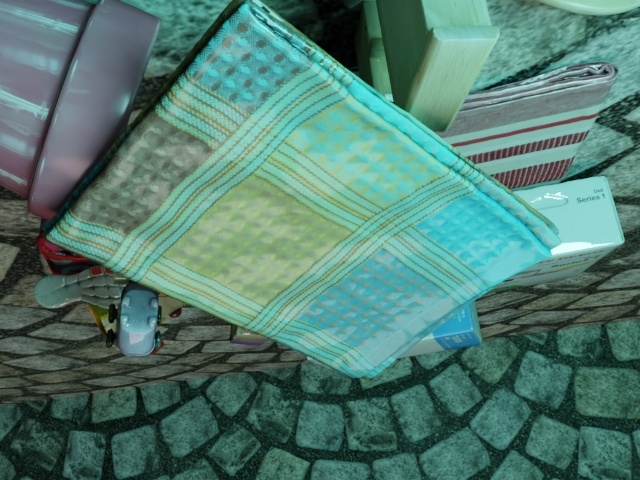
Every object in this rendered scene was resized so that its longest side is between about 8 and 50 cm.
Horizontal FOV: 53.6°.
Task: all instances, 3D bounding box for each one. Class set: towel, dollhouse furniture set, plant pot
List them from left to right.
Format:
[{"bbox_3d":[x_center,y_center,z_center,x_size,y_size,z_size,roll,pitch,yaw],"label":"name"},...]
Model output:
[{"bbox_3d":[-0.254,-0.130,0.537,0.180,0.202,0.201,20,150,-21],"label":"plant pot"},{"bbox_3d":[0.000,0.000,0.540,0.370,0.040,0.271,29,124,-34],"label":"towel"},{"bbox_3d":[0.251,-0.128,0.889,0.236,0.037,0.329,-11,161,5],"label":"towel"},{"bbox_3d":[0.229,-0.190,0.521,0.355,0.174,0.303,-3,160,-8],"label":"dollhouse furniture set"}]

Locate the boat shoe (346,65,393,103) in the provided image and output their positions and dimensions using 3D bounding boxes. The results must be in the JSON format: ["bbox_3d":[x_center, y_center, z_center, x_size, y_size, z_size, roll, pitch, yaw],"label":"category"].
[{"bbox_3d":[0.076,-0.173,0.711,0.125,0.038,0.046,-5,118,-18],"label":"boat shoe"}]

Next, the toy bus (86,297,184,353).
[{"bbox_3d":[-0.355,0.114,1.247,0.104,0.191,0.202,33,-172,40],"label":"toy bus"}]

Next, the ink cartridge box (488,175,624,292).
[{"bbox_3d":[0.374,0.002,1.108,0.201,0.117,0.278,-11,164,4],"label":"ink cartridge box"}]

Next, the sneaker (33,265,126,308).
[{"bbox_3d":[-0.321,0.064,0.905,0.157,0.061,0.065,0,-179,3],"label":"sneaker"}]

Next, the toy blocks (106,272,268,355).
[{"bbox_3d":[-0.076,-0.024,0.721,0.308,0.289,0.260,3,161,-17],"label":"toy blocks"}]

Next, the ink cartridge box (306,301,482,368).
[{"bbox_3d":[0.124,0.101,1.186,0.307,0.223,0.129,-13,158,17],"label":"ink cartridge box"}]

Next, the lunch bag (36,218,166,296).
[{"bbox_3d":[-0.257,-0.010,0.944,0.292,0.120,0.258,0,154,-10],"label":"lunch bag"}]
